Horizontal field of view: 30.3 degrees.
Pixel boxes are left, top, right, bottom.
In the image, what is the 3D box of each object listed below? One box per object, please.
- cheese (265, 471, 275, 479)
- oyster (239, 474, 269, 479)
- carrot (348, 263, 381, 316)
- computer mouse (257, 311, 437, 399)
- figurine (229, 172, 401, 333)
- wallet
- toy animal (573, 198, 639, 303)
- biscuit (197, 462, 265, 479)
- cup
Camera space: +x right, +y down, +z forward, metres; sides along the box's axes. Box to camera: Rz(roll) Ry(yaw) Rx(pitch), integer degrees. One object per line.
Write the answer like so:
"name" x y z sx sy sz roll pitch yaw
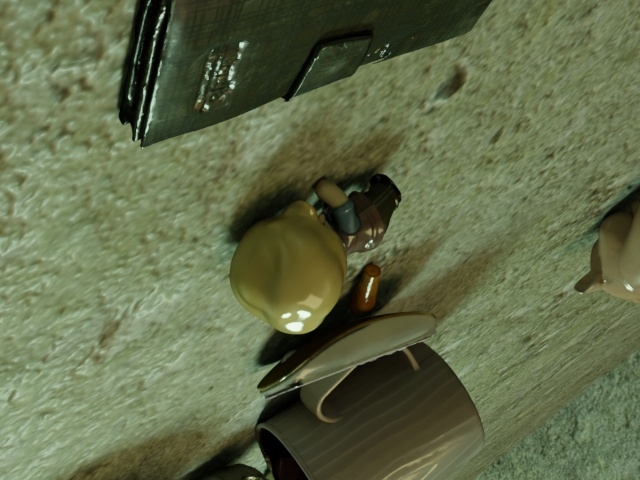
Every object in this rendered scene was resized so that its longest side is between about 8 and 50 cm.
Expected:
"cheese" 0.018 0.363 1.866 0.173 0.251 0.248 -3 107 -37
"oyster" -0.095 0.407 1.667 0.125 0.064 0.177 -39 130 -19
"carrot" 0.054 0.062 1.413 0.032 0.032 0.093 -27 155 -25
"computer mouse" 0.032 0.133 1.457 0.245 0.056 0.126 -18 172 -31
"figurine" 0.000 0.000 1.116 0.196 0.108 0.114 -45 178 -35
"wallet" 0.014 -0.166 0.821 0.317 0.044 0.169 -23 157 -31
"toy animal" 0.532 0.002 1.880 0.166 0.154 0.250 23 131 -17
"biscuit" -0.189 0.451 1.713 0.179 0.084 0.281 2 115 -46
"cup" 0.055 0.259 1.662 0.273 0.288 0.208 -31 -165 -18
